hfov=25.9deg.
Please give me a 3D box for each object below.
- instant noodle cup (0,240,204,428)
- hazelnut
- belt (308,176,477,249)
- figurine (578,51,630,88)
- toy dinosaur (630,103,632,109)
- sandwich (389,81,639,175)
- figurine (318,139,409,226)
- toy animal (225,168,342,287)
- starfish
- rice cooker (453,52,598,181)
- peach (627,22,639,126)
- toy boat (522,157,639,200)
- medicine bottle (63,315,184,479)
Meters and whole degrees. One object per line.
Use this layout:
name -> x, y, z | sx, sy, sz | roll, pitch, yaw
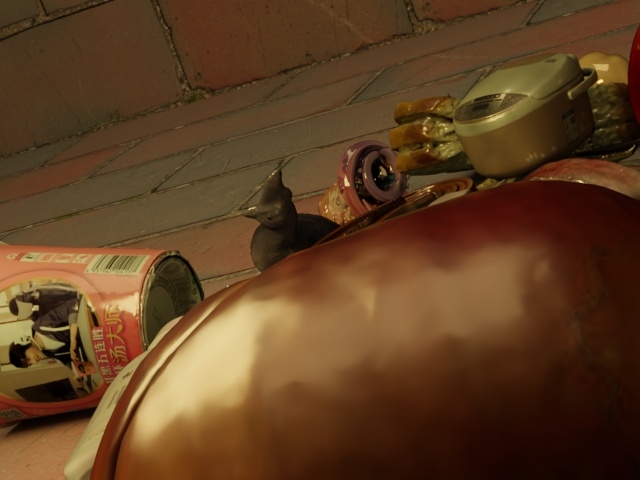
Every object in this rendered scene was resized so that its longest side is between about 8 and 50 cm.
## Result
instant noodle cup -> -0.277, 0.103, 1.620 | 0.255, 0.244, 0.244 | -4, 20, 21
hazelnut -> 0.068, 0.149, 0.745 | 0.409, 0.359, 0.359 | -27, 14, 5
belt -> 0.100, 0.014, 1.627 | 0.184, 0.105, 0.261 | -11, 14, 39
figurine -> 0.460, -0.237, 2.061 | 0.196, 0.108, 0.114 | -20, 49, -28
toy dinosaur -> 0.508, -0.175, 1.824 | 0.144, 0.076, 0.329 | -19, 6, -26
sandwich -> 0.258, -0.152, 1.906 | 0.288, 0.100, 0.254 | -7, -4, 39
figurine -> 0.063, -0.061, 1.963 | 0.114, 0.126, 0.157 | 9, -31, -12
toy animal -> -0.032, 0.022, 1.726 | 0.206, 0.081, 0.367 | -45, -25, 14
starfish -> 0.300, -0.095, 1.807 | 0.223, 0.050, 0.217 | -17, 6, -12
rice cooker -> 0.255, -0.153, 1.716 | 0.145, 0.127, 0.206 | -5, 18, 46
peach -> 0.481, -0.200, 1.641 | 0.243, 0.243, 0.199 | -25, -21, -19
toy boat -> 0.351, -0.065, 1.654 | 0.206, 0.096, 0.282 | -13, 4, 40
medicine bottle -> -0.143, 0.171, 1.368 | 0.161, 0.111, 0.296 | -17, 14, 11
